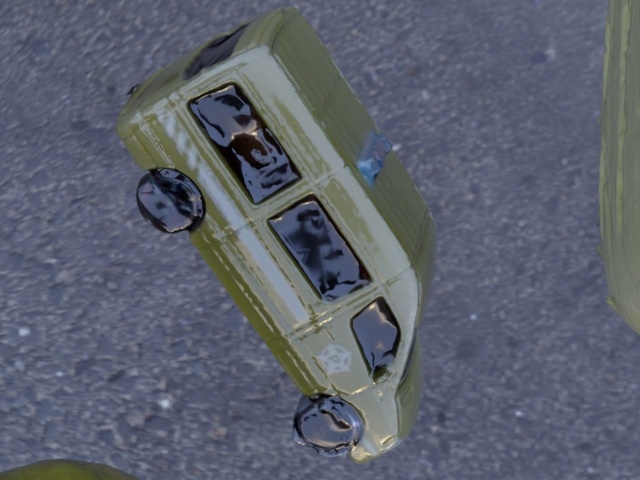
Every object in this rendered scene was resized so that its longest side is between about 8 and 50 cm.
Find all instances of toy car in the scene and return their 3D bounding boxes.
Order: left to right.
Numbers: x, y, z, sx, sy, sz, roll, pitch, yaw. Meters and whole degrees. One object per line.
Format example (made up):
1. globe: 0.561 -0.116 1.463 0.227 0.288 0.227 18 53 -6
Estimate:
1. toy car: 0.000 0.000 0.744 0.256 0.124 0.101 55 26 -17

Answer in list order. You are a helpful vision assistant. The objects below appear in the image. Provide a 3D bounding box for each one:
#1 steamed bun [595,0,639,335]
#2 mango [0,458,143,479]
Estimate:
1. steamed bun: 0.225 -0.058 0.626 0.166 0.273 0.232 2 77 3
2. mango: -0.141 0.242 0.814 0.176 0.176 0.329 -49 144 -44
